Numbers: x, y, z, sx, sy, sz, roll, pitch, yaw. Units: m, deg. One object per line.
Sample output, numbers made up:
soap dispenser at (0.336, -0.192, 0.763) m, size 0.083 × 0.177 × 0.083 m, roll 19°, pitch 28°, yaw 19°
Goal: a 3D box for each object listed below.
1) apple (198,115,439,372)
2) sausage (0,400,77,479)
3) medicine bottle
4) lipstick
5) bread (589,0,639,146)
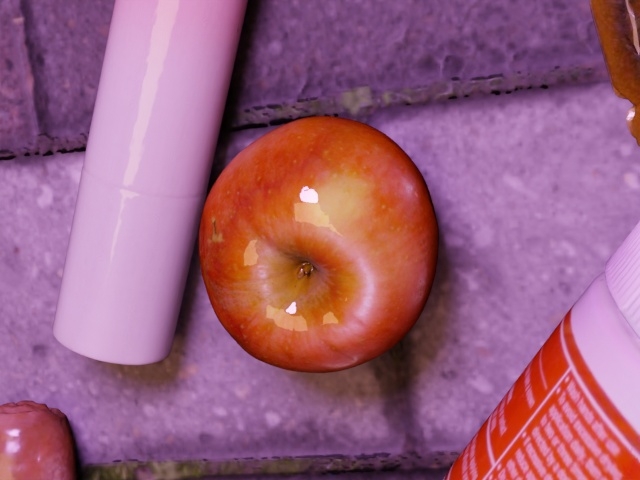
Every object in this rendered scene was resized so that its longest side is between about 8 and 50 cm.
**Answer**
apple at (0.000, 0.000, 0.895) m, size 0.163 × 0.139 × 0.163 m, roll 4°, pitch 111°, yaw 11°
sausage at (-0.224, 0.327, 1.067) m, size 0.094 × 0.094 × 0.419 m, roll 10°, pitch 106°, yaw 42°
medicine bottle at (0.214, 0.147, 0.773) m, size 0.252 × 0.252 × 0.241 m, roll 37°, pitch 112°, yaw 11°
lipstick at (-0.111, -0.081, 0.944) m, size 0.087 × 0.087 × 0.327 m, roll 19°, pitch 107°, yaw 17°
bread at (0.250, -0.141, 0.780) m, size 0.192 × 0.110 × 0.210 m, roll -12°, pitch 96°, yaw 22°
